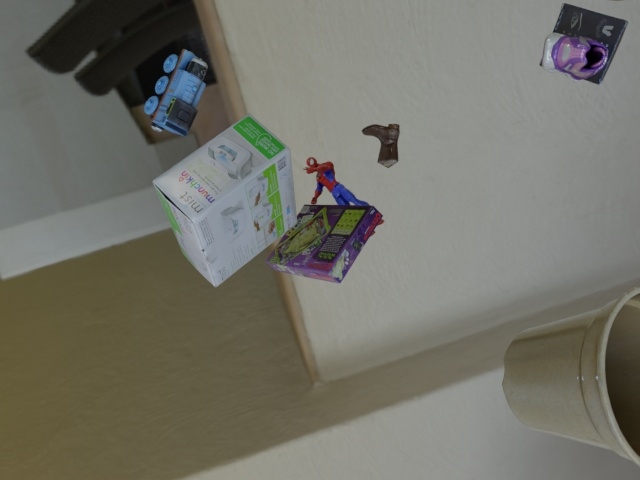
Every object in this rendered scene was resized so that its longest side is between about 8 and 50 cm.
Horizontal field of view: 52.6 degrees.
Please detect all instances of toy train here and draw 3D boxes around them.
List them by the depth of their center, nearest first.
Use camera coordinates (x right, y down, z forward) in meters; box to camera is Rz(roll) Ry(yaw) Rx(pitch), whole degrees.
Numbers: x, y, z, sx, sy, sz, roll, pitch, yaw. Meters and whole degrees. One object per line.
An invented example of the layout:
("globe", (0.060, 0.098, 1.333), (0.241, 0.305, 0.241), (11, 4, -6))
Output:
("toy train", (-0.296, -0.310, 1.359), (0.105, 0.184, 0.080), (22, 177, 40))

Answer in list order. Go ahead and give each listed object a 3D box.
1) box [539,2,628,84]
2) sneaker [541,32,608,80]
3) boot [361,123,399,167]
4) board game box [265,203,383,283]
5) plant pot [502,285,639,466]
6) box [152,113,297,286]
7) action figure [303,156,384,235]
("box", (0.653, -0.488, 1.606), (0.093, 0.158, 0.156), (-31, -38, -59))
("sneaker", (0.582, -0.398, 1.412), (0.104, 0.236, 0.095), (16, 108, 43))
("boot", (0.150, -0.238, 1.643), (0.037, 0.106, 0.114), (33, -121, -57))
("board game box", (0.000, 0.000, 1.685), (0.056, 0.208, 0.347), (45, 162, -25))
("plant pot", (0.538, 0.270, 1.269), (0.305, 0.333, 0.334), (-21, 86, 60))
("box", (-0.171, -0.068, 1.257), (0.127, 0.231, 0.262), (43, 160, 22))
("action figure", (0.033, -0.120, 1.773), (0.280, 0.139, 0.091), (50, 134, 16))
